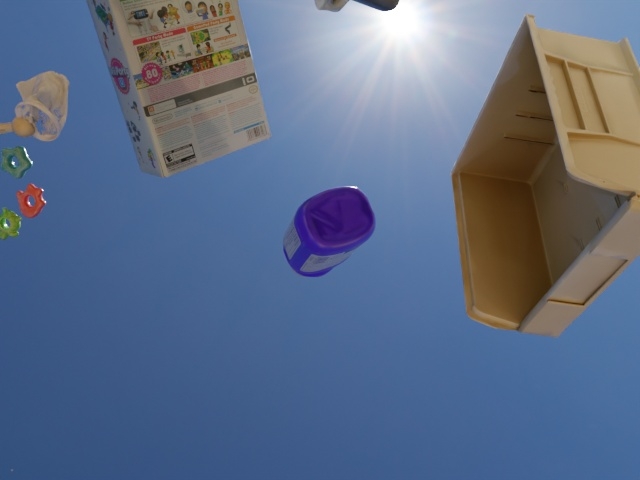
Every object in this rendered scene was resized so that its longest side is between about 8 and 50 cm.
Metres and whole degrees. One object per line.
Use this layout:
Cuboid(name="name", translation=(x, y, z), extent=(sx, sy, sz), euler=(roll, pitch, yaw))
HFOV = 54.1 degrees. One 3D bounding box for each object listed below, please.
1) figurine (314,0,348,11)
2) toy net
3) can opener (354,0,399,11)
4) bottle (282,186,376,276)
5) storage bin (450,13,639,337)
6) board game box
Cuboid(name="figurine", translation=(-0.003, -0.554, 1.124), extent=(0.092, 0.215, 0.209), euler=(-29, -103, -35))
Cuboid(name="toy net", translation=(-0.383, -0.107, 0.788), extent=(0.122, 0.232, 0.045), euler=(44, -162, 0))
Cuboid(name="can opener", translation=(-0.021, -0.336, 0.714), extent=(0.280, 0.093, 0.074), euler=(12, -78, -27))
Cuboid(name="bottle", translation=(0.000, 0.000, 1.002), extent=(0.118, 0.283, 0.092), euler=(-20, -99, -15))
Cuboid(name="storage bin", translation=(0.259, -0.063, 0.723), extent=(0.123, 0.262, 0.260), euler=(8, -127, -6))
Cuboid(name="board game box", translation=(-0.231, -0.288, 1.062), extent=(0.224, 0.097, 0.303), euler=(-27, -63, -31))
